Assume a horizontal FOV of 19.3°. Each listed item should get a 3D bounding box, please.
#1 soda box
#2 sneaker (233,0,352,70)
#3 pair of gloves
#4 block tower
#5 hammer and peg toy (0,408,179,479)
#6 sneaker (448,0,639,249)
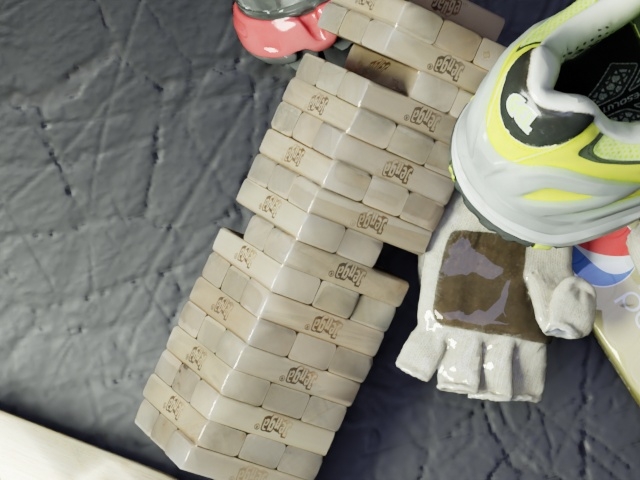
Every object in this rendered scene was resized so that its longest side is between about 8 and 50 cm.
[{"bbox_3d":[0.192,0.036,1.172,0.061,0.058,0.181,-32,79,1],"label":"soda box"},{"bbox_3d":[0.050,-0.225,1.180,0.276,0.135,0.098,-30,39,2],"label":"sneaker"},{"bbox_3d":[0.178,0.015,1.125,0.240,0.042,0.204,15,83,7],"label":"pair of gloves"},{"bbox_3d":[0.000,0.000,1.140,0.097,0.091,0.335,21,96,-31],"label":"block tower"},{"bbox_3d":[-0.287,0.199,1.168,0.361,0.127,0.266,21,85,9],"label":"hammer and peg toy"},{"bbox_3d":[0.257,-0.115,1.053,0.384,0.147,0.145,-30,79,-10],"label":"sneaker"}]
